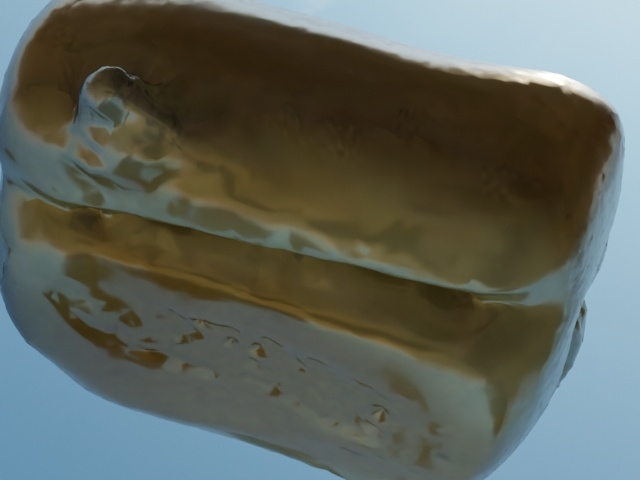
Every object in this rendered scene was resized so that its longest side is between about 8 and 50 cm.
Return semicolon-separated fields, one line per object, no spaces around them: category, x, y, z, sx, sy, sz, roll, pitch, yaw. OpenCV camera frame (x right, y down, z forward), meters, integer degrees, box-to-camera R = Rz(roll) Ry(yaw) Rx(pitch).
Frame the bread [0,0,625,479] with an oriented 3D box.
bread;0.000;0.000;0.535;0.376;0.348;0.253;15;-139;9
